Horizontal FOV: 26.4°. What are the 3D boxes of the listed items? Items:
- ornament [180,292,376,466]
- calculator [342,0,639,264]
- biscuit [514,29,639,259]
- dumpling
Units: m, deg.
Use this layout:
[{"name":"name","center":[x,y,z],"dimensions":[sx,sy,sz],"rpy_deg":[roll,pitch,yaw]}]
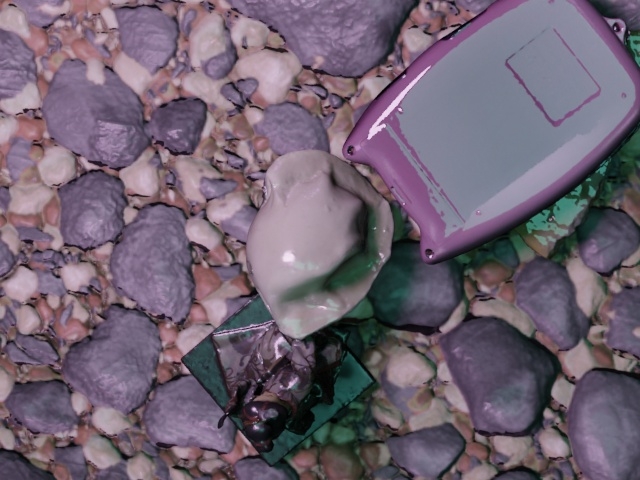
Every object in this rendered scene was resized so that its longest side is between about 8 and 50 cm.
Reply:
[{"name":"ornament","center":[-0.056,0.144,1.346],"dimensions":[0.166,0.196,0.153],"rpy_deg":[-41,90,13]},{"name":"calculator","center":[0.172,-0.117,1.310],"dimensions":[0.294,0.043,0.194],"rpy_deg":[-38,85,14]},{"name":"biscuit","center":[0.245,-0.115,1.331],"dimensions":[0.133,0.032,0.250],"rpy_deg":[34,103,4]},{"name":"dumpling","center":[0.000,-0.001,1.352],"dimensions":[0.150,0.092,0.176],"rpy_deg":[-4,53,1]}]
